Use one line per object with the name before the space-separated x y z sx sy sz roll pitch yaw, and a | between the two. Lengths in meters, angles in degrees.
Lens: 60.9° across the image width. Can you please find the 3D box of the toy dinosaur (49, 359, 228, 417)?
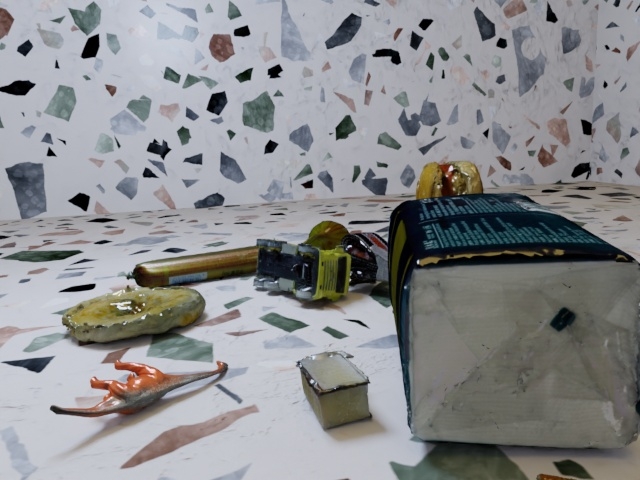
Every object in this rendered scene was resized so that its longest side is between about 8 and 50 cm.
toy dinosaur | -0.248 0.204 0.773 0.101 0.055 0.279 15 17 28

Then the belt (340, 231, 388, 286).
belt | 0.175 0.066 1.182 0.094 0.126 0.359 -3 12 -39

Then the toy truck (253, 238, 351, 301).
toy truck | -0.039 0.063 1.266 0.157 0.124 0.272 2 3 -37

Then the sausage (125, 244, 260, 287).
sausage | -0.308 0.070 1.405 0.372 0.082 0.082 -8 13 -22

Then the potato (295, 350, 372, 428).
potato | 0.017 0.195 0.731 0.086 0.061 0.122 -6 10 -16

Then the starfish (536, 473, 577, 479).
starfish | 0.236 0.256 0.433 0.227 0.043 0.240 -3 9 -6

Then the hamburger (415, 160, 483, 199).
hamburger | 0.351 -0.105 1.457 0.163 0.244 0.244 -1 11 -2

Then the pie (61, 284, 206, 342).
pie | -0.371 0.141 1.097 0.274 0.055 0.274 -2 11 0

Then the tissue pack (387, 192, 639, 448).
tissue pack | 0.234 0.080 0.766 0.264 0.253 0.416 -3 11 5

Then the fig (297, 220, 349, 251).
fig | 0.000 0.000 1.469 0.124 0.124 0.236 3 -2 25
